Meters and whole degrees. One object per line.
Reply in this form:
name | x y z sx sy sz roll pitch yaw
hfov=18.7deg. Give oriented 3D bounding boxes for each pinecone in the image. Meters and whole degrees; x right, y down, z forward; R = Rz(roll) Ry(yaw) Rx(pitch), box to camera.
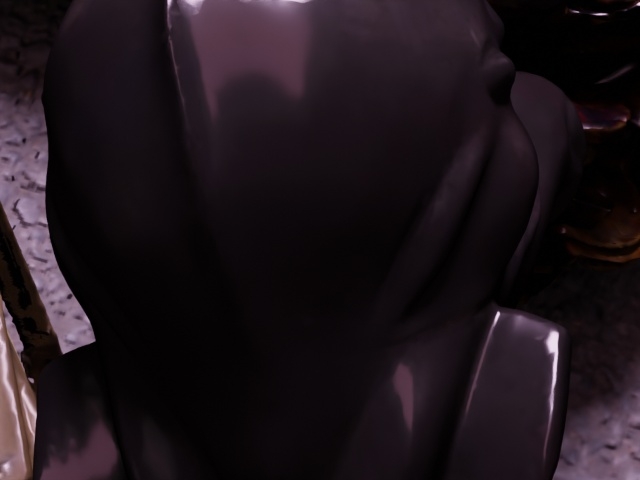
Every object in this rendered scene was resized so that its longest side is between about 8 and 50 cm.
pinecone | 0.085 -0.097 0.901 0.243 0.257 0.243 4 71 -11

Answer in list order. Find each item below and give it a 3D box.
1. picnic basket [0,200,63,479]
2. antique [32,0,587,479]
picnic basket | -0.178 0.100 0.806 0.175 0.228 0.313 -23 63 -9
antique | 0.000 0.000 0.708 0.185 0.322 0.255 -8 24 14
